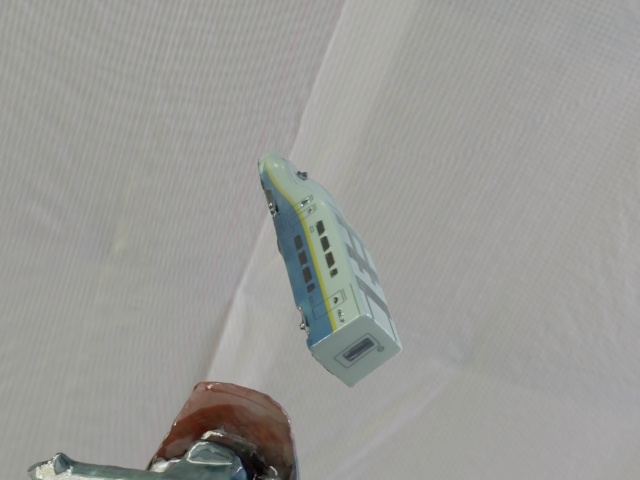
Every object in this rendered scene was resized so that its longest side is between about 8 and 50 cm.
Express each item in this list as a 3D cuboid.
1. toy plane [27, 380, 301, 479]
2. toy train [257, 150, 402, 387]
[{"bbox_3d":[-0.066,0.147,0.403,0.326,0.104,0.223,-8,-68,23],"label":"toy plane"},{"bbox_3d":[0.000,0.000,0.930,0.051,0.234,0.052,-34,-53,14],"label":"toy train"}]
